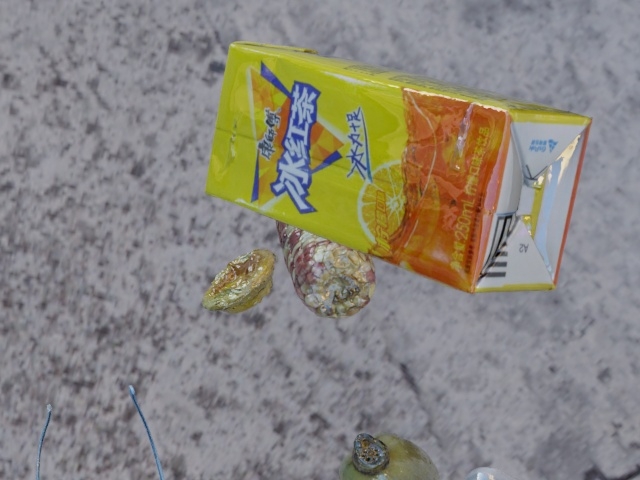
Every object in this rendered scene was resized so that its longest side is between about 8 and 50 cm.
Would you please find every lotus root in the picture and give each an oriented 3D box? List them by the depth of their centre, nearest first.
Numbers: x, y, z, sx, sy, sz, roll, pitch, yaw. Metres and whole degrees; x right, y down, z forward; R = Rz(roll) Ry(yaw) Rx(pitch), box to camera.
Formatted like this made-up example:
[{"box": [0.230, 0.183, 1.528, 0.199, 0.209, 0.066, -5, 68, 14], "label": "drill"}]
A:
[{"box": [0.070, 0.243, 1.312, 0.090, 0.183, 0.077, -39, 64, 0], "label": "lotus root"}]

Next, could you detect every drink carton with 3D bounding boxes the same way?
[{"box": [0.052, -0.073, 1.118, 0.111, 0.154, 0.351, 1, 13, -42], "label": "drink carton"}]

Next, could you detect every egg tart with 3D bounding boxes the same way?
[{"box": [-0.111, 0.063, 1.834, 0.052, 0.130, 0.130, 54, 52, -21], "label": "egg tart"}]

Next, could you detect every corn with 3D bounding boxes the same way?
[{"box": [0.000, 0.000, 1.507, 0.098, 0.098, 0.290, 11, 20, -12], "label": "corn"}]

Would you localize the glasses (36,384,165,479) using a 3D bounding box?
[{"box": [-0.304, 0.327, 1.774, 0.189, 0.088, 0.220, -10, 105, -17], "label": "glasses"}]

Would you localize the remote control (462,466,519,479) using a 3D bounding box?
[{"box": [0.056, 0.202, 0.714, 0.067, 0.261, 0.029, 30, 44, -2], "label": "remote control"}]
